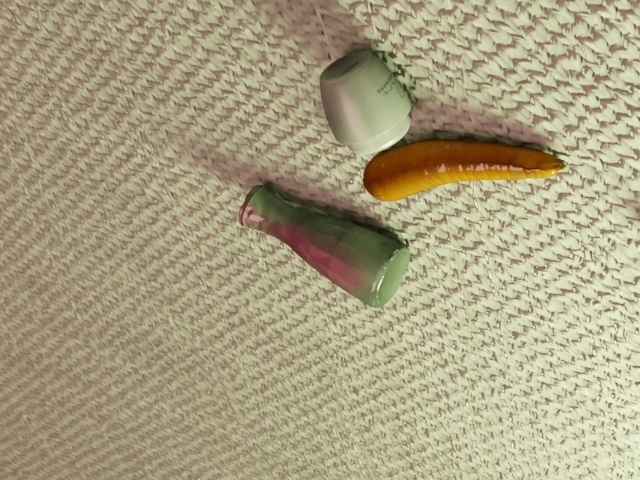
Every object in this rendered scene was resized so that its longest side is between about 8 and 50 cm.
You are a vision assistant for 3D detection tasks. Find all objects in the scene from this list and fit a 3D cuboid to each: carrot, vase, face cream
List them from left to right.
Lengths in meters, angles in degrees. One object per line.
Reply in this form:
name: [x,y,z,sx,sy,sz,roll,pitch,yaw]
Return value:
vase: [0.000,0.000,2.096,0.214,0.086,0.086,27,148,20]
face cream: [0.047,-0.149,1.835,0.091,0.091,0.095,-1,126,44]
carrot: [0.144,-0.083,1.870,0.271,0.062,0.066,-9,96,44]
